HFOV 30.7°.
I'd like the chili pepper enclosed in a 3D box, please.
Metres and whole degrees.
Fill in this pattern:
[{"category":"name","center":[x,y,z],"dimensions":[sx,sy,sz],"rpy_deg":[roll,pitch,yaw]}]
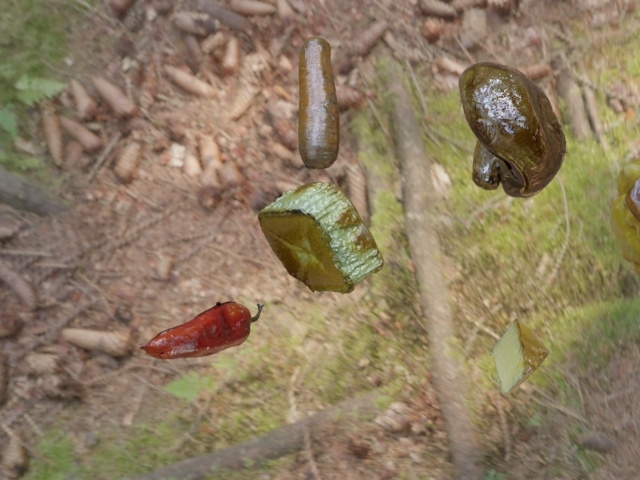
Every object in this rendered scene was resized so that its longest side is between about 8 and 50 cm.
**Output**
[{"category":"chili pepper","center":[-0.131,0.111,1.415],"dimensions":[0.050,0.268,0.059],"rpy_deg":[23,104,21]}]

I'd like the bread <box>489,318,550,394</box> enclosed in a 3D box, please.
[{"category":"bread","center":[0.305,0.192,1.874],"dimensions":[0.080,0.109,0.084],"rpy_deg":[43,118,12]}]

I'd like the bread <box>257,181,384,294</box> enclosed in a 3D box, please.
[{"category":"bread","center":[0.000,0.000,1.327],"dimensions":[0.069,0.140,0.128],"rpy_deg":[-38,107,-27]}]

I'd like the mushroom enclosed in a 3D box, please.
[{"category":"mushroom","center":[0.291,-0.174,1.753],"dimensions":[0.138,0.231,0.194],"rpy_deg":[-8,65,21]}]

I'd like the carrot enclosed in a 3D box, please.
[{"category":"carrot","center":[-0.003,-0.186,1.570],"dimensions":[0.060,0.060,0.186],"rpy_deg":[-5,79,16]}]

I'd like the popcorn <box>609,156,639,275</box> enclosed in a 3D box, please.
[{"category":"popcorn","center":[0.501,-0.013,1.476],"dimensions":[0.265,0.332,0.225],"rpy_deg":[13,78,30]}]
